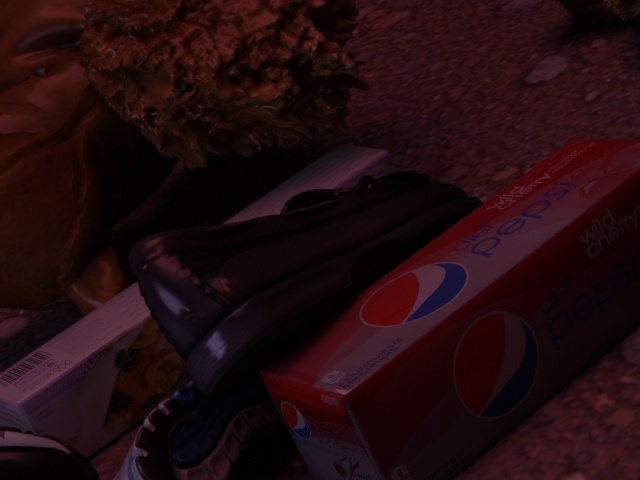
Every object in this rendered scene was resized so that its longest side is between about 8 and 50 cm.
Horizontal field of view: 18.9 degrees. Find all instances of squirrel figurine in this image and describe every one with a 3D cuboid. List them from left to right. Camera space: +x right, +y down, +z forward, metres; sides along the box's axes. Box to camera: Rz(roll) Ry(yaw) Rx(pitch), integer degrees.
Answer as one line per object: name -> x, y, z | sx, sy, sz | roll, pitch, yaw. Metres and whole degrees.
squirrel figurine -> -0.155, -0.122, 1.433 | 0.397, 0.281, 0.370 | -32, 21, 39

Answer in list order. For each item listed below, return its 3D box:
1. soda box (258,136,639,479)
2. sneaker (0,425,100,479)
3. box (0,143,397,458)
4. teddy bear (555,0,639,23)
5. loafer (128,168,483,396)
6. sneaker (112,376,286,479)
soda box -> 0.100, 0.041, 1.089 | 0.263, 0.083, 0.092 | -36, 24, -25
sneaker -> -0.262, 0.199, 1.120 | 0.283, 0.107, 0.124 | -13, 48, 7
box -> -0.077, 0.042, 1.303 | 0.324, 0.063, 0.067 | -35, 25, -25
teddy bear -> 0.302, -0.233, 1.474 | 0.245, 0.113, 0.338 | -27, 21, -10
loafer -> 0.000, 0.000, 1.156 | 0.109, 0.095, 0.302 | -49, -13, 32
sneaker -> -0.066, 0.109, 1.141 | 0.191, 0.071, 0.083 | -34, -7, -49
